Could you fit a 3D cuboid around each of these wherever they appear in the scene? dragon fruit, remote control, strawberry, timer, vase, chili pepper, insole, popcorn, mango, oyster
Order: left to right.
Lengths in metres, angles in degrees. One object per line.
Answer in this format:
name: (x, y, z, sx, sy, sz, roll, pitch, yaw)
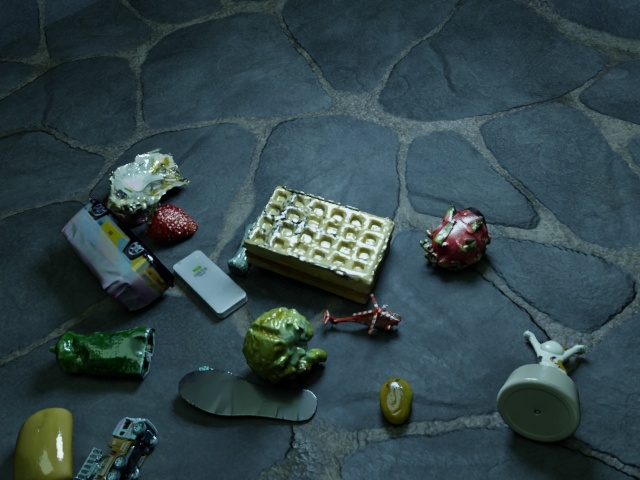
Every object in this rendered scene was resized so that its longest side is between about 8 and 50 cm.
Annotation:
chili pepper: (-0.577, 0.290, 1.715, 0.271, 0.099, 0.136, 2, 72, 2)
oyster: (-0.568, -0.173, 2.093, 0.201, 0.107, 0.354, 32, 34, 10)
strawberry: (-0.462, -0.049, 2.016, 0.131, 0.148, 0.131, -35, 38, 34)
remote control: (-0.316, 0.121, 1.876, 0.103, 0.034, 0.250, -36, 53, -24)
insole: (-0.180, 0.381, 1.607, 0.349, 0.009, 0.119, 7, 50, 7)
vase: (-0.215, 0.031, 1.920, 0.081, 0.081, 0.148, 12, 53, 18)
popcorn: (-0.082, 0.262, 1.620, 0.213, 0.198, 0.198, 37, 54, -7)
mango: (0.179, 0.378, 1.552, 0.079, 0.057, 0.114, 0, 55, 2)
dragon fruit: (0.370, -0.003, 1.818, 0.172, 0.160, 0.166, -37, 95, -20)
timer: (0.525, 0.311, 1.523, 0.175, 0.175, 0.266, 15, 34, 21)

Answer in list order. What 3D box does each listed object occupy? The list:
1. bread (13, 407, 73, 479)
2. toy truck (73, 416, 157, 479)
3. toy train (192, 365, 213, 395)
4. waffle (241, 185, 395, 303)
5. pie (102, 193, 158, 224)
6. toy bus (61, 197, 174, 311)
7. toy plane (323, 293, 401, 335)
bread: (-0.642, 0.488, 1.514, 0.147, 0.098, 0.217, -33, 47, 6)
toy truck: (-0.465, 0.494, 1.518, 0.115, 0.080, 0.177, 5, 49, 26)
toy train: (-0.293, 0.357, 1.656, 0.045, 0.029, 0.092, 7, 47, 4)
waffle: (0.000, 0.000, 1.851, 0.377, 0.114, 0.260, 19, 55, 11)
pie: (-0.615, -0.116, 2.132, 0.183, 0.049, 0.182, 0, 46, 0)
toy bus: (-0.588, 0.051, 1.899, 0.162, 0.171, 0.386, -46, 53, -9)
toy plane: (0.111, 0.212, 1.708, 0.194, 0.077, 0.126, -20, 43, 0)
